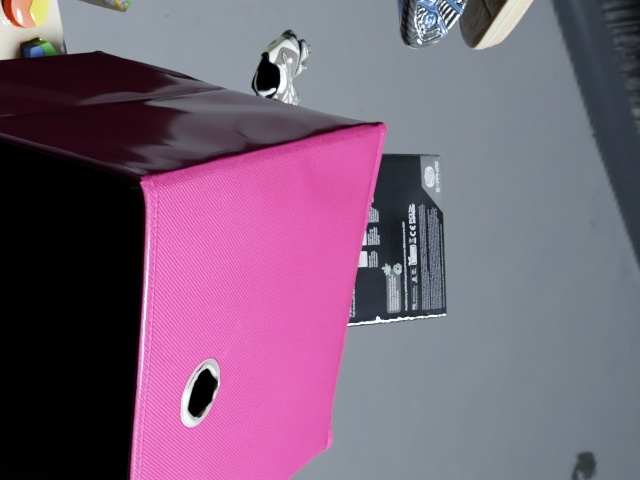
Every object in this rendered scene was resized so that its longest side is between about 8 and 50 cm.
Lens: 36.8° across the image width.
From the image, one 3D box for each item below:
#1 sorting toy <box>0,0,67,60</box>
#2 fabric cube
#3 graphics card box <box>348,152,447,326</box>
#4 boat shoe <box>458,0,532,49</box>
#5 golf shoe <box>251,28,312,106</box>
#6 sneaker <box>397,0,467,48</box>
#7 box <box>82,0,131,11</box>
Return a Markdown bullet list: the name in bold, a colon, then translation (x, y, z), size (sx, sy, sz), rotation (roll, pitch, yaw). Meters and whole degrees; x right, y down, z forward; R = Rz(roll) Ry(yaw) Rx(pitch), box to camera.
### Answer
- **sorting toy**: translation (-0.380, -0.235, 1.148), size (0.193, 0.038, 0.208), rotation (-37, 128, -44)
- **fabric cube**: translation (-0.139, 0.033, 0.603), size (0.258, 0.259, 0.254), rotation (-23, 126, -60)
- **graphics card box**: translation (0.000, 0.000, 1.260), size (0.370, 0.094, 0.233), rotation (-4, 90, -34)
- **boat shoe**: translation (0.292, -0.384, 1.233), size (0.110, 0.122, 0.341), rotation (6, 135, -26)
- **golf shoe**: translation (-0.079, -0.236, 1.526), size (0.094, 0.077, 0.198), rotation (-34, 146, -42)
- **sneaker**: translation (0.115, -0.314, 1.044), size (0.080, 0.081, 0.211), rotation (3, 99, -30)
- **box**: translation (-0.325, -0.524, 1.306), size (0.290, 0.177, 0.279), rotation (-65, 158, -16)
